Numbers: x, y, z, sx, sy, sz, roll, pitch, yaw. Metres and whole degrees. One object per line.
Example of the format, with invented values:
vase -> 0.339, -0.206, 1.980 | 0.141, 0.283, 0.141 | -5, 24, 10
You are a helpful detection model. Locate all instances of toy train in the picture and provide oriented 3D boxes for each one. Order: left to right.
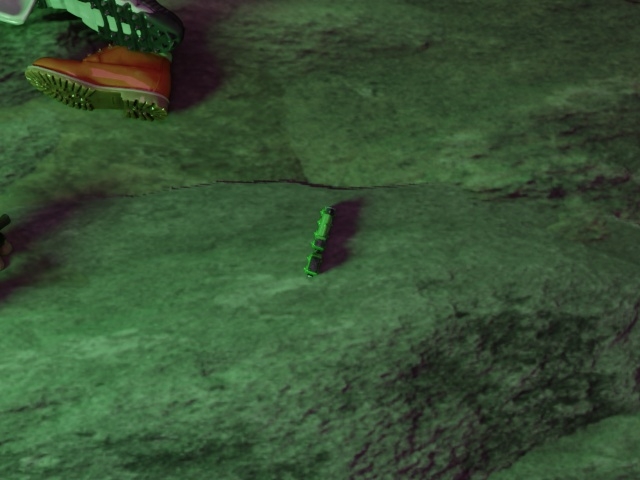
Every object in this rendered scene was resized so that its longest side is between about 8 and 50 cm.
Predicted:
toy train -> 0.000, 0.000, 1.369 | 0.017, 0.023, 0.083 | 17, 78, -2

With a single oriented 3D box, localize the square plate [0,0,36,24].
square plate -> -0.387, -0.420, 1.360 | 0.344, 0.049, 0.347 | 18, 79, 18

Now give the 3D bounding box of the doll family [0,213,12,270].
doll family -> -0.390, 0.047, 1.278 | 0.076, 0.111, 0.193 | 26, 78, 0

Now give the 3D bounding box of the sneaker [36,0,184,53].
sneaker -> -0.235, -0.282, 1.359 | 0.234, 0.078, 0.106 | 24, 62, 18

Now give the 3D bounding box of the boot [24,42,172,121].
boot -> -0.239, -0.186, 1.371 | 0.158, 0.059, 0.084 | 11, 71, -8
